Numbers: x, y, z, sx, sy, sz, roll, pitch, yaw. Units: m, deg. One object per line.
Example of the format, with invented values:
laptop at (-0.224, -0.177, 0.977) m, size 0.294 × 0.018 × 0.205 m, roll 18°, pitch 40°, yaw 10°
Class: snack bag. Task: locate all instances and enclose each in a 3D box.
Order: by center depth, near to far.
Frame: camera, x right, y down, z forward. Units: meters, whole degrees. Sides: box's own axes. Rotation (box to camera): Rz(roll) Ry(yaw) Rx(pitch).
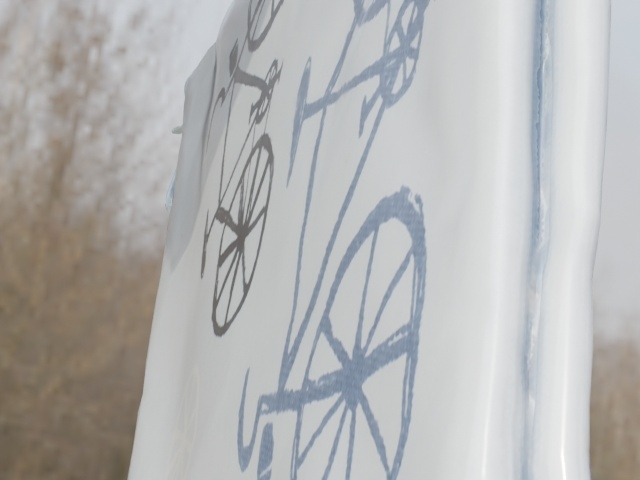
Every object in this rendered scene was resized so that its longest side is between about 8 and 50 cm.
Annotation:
snack bag at (0.000, 0.000, 0.553) m, size 0.037 × 0.323 × 0.342 m, roll 14°, pitch -32°, yaw -14°
